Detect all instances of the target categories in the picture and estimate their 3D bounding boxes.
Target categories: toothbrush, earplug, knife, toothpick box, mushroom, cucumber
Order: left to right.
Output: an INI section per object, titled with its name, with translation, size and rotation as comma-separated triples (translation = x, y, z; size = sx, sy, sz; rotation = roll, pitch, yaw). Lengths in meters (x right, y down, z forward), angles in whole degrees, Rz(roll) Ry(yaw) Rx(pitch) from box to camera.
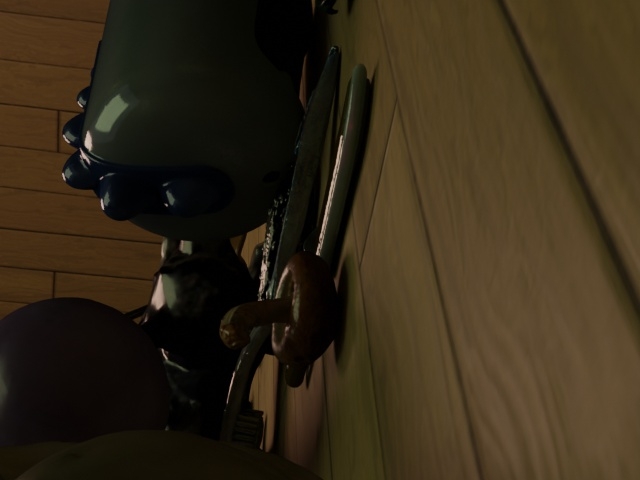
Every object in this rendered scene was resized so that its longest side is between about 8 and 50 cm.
[earplug]
translation = -0.258, 0.197, 1.055
size = 0.456, 0.215, 0.215
rotation = 124, 153, -57
[toothpick box]
translation = -0.140, -0.152, 1.213
size = 0.263, 0.263, 0.354
rotation = 103, 170, -46
[toothbrush]
translation = -0.033, 0.015, 1.008
size = 0.035, 0.042, 0.413
rotation = 99, -177, -78
[cucumber]
translation = -0.034, 0.013, 1.115
size = 0.053, 0.053, 0.181
rotation = -128, 46, -80
[mushroom]
translation = -0.025, 0.063, 0.871
size = 0.129, 0.073, 0.088
rotation = -35, -22, -53
[knife]
translation = 0.000, -0.001, 0.947
size = 0.061, 0.027, 0.343
rotation = -85, 6, -46

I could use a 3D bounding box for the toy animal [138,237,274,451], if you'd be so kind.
[toy animal]
translation = -0.132, 0.147, 1.258
size = 0.302, 0.194, 0.344
rotation = -110, 23, -86

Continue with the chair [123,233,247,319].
[chair]
translation = -0.158, 0.106, 1.605
size = 0.172, 0.247, 0.159
rotation = 54, -176, -15

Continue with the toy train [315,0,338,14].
[toy train]
translation = -0.024, -0.333, 1.058
size = 0.301, 0.120, 0.202
rotation = -104, 25, -70

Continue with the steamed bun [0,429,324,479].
[steamed bun]
translation = -0.070, 0.243, 0.504
size = 0.310, 0.219, 0.324
rotation = -2, 85, 45

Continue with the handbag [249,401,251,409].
[handbag]
translation = -0.156, 0.322, 1.572
size = 0.260, 0.113, 0.162
rotation = -81, 7, -66
